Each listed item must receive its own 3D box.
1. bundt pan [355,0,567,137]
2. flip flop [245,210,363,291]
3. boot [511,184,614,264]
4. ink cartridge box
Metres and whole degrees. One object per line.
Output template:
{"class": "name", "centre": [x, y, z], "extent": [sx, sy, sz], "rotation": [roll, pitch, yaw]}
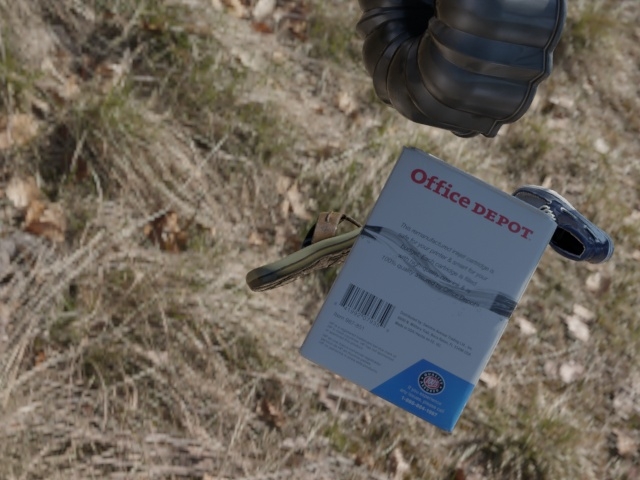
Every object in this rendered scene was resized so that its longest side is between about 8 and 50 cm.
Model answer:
{"class": "bundt pan", "centre": [0.147, -0.289, 1.308], "extent": [0.124, 0.331, 0.331], "rotation": [0, 49, -27]}
{"class": "flip flop", "centre": [0.000, 0.000, 1.684], "extent": [0.277, 0.112, 0.080], "rotation": [-23, 77, -23]}
{"class": "boot", "centre": [0.345, -0.029, 1.619], "extent": [0.190, 0.069, 0.086], "rotation": [35, 20, 36]}
{"class": "ink cartridge box", "centre": [0.140, 0.062, 1.443], "extent": [0.223, 0.129, 0.307], "rotation": [27, 90, 4]}
